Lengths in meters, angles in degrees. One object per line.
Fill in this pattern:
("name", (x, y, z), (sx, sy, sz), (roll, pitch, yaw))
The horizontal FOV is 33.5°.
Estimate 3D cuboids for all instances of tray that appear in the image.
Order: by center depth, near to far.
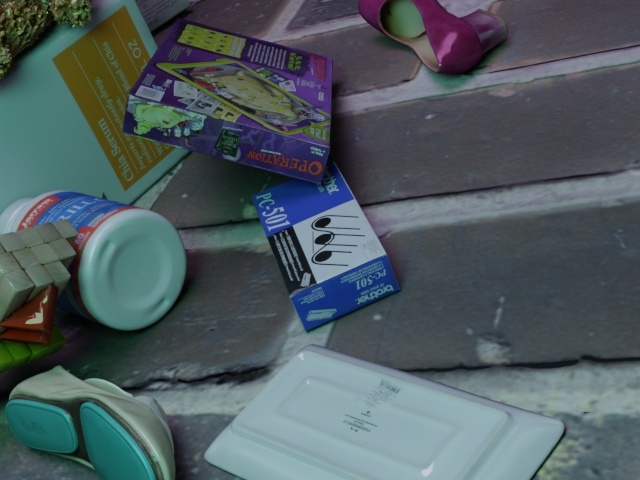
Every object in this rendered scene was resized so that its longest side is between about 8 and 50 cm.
("tray", (0.036, 0.146, 0.810), (0.270, 0.030, 0.145), (12, 45, 44))

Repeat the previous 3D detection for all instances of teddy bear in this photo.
("teddy bear", (-0.356, -0.277, 1.226), (0.245, 0.113, 0.338), (-18, 40, 21))

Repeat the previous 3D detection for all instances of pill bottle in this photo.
("pill bottle", (-0.252, 0.013, 1.116), (0.221, 0.124, 0.124), (12, 47, 44))

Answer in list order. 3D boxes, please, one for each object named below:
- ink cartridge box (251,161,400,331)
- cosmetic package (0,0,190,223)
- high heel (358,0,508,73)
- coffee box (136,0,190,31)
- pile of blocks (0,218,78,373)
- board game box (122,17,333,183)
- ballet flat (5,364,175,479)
("ink cartridge box", (0.000, 0.000, 1.037), (0.097, 0.046, 0.207), (-23, 31, -1))
("cosmetic package", (-0.374, -0.089, 1.252), (0.161, 0.230, 0.453), (11, 46, 42))
("high heel", (0.107, -0.260, 1.322), (0.117, 0.082, 0.244), (-32, 43, -30))
("coffee box", (-0.491, -0.472, 1.803), (0.338, 0.334, 0.337), (-38, 35, -18))
("pile of blocks", (-0.341, 0.139, 1.004), (0.362, 0.149, 0.113), (-43, 74, 12))
("board game box", (-0.090, -0.168, 1.199), (0.208, 0.056, 0.347), (11, 24, -3))
("ballet flat", (-0.180, 0.156, 0.906), (0.248, 0.086, 0.086), (11, 46, 45))
